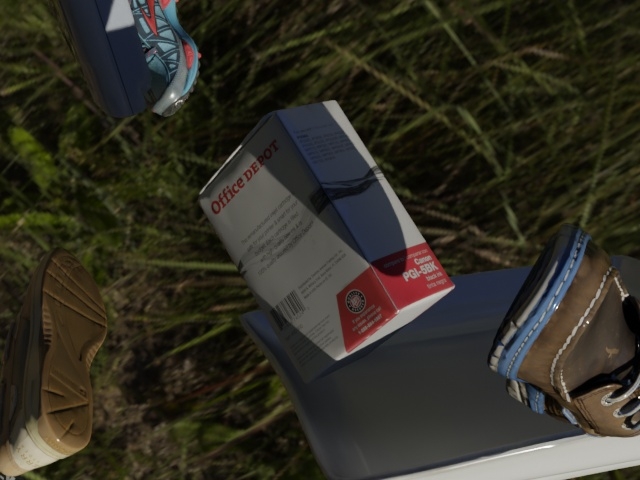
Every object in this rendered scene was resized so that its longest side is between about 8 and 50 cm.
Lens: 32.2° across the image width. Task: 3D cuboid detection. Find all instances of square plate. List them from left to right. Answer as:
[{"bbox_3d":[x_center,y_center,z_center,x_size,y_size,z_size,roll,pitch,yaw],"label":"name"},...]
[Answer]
[{"bbox_3d":[0.137,0.087,0.771,0.344,0.347,0.049,-8,103,-11],"label":"square plate"}]

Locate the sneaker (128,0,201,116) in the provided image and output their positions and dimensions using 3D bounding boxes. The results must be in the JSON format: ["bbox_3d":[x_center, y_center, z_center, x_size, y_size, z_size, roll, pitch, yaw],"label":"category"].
[{"bbox_3d":[-0.248,-0.276,1.450,0.125,0.104,0.261,11,51,-47],"label":"sneaker"}]

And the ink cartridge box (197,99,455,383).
[{"bbox_3d":[0.000,0.000,0.652,0.056,0.099,0.135,-19,73,-44],"label":"ink cartridge box"}]

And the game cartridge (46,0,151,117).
[{"bbox_3d":[-0.223,-0.262,0.921,0.062,0.198,0.297,-25,51,-7],"label":"game cartridge"}]

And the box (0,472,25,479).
[{"bbox_3d":[-0.542,0.431,1.638,0.322,0.257,0.079,48,17,-21],"label":"box"}]

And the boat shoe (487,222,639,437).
[{"bbox_3d":[0.116,0.045,0.462,0.066,0.183,0.066,30,84,19],"label":"boat shoe"}]

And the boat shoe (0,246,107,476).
[{"bbox_3d":[-0.351,0.140,1.389,0.121,0.110,0.341,48,20,-32],"label":"boat shoe"}]
